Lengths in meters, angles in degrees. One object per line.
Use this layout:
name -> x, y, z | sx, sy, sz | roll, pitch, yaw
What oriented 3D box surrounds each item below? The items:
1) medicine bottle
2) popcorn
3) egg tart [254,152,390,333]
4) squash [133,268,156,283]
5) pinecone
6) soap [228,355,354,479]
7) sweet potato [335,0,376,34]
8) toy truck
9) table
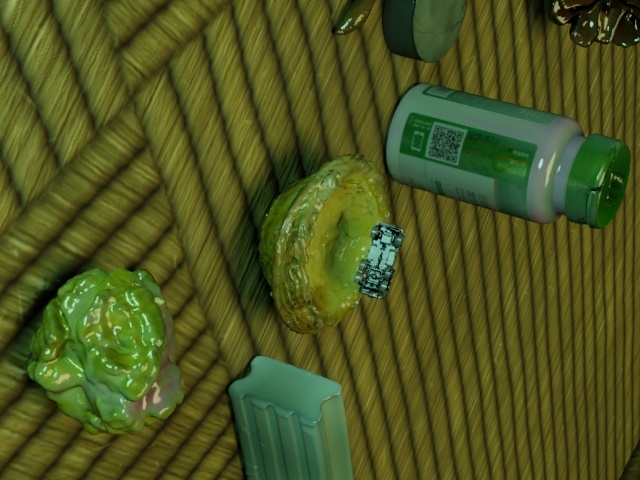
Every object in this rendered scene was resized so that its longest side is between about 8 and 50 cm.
medicine bottle -> 0.225, -0.099, 1.552 | 0.133, 0.274, 0.133 | -36, 134, -48
popcorn -> -0.178, 0.095, 1.111 | 0.145, 0.126, 0.125 | 61, 32, -19
egg tart -> -0.002, -0.001, 1.400 | 0.212, 0.090, 0.212 | -42, 142, -44
squash -> -0.161, 0.059, 1.215 | 0.027, 0.027, 0.083 | -51, 144, -34
pinecone -> 0.413, -0.378, 1.809 | 0.201, 0.203, 0.228 | -94, -163, -79
soap -> -0.028, 0.234, 1.456 | 0.066, 0.119, 0.198 | -46, 143, -39
sweet potato -> 0.051, -0.262, 1.411 | 0.115, 0.026, 0.026 | -53, 147, -29
toy truck -> 0.066, 0.023, 1.413 | 0.044, 0.039, 0.083 | 13, 94, -82
table -> 0.124, -0.277, 1.513 | 0.133, 0.043, 0.133 | -38, 137, -46
